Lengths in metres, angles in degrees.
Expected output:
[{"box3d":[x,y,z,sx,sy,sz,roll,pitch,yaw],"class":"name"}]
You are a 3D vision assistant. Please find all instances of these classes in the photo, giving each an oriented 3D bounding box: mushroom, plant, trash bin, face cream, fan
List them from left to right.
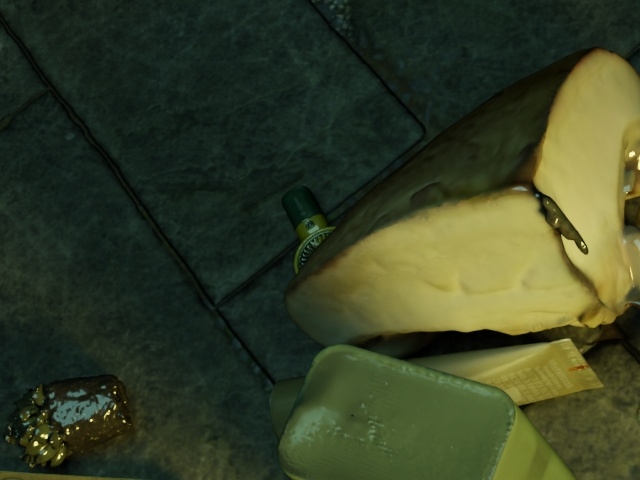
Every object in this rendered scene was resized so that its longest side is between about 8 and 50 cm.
[{"box3d":[-0.289,0.203,1.851,0.143,0.094,0.092,-19,71,5],"class":"plant"},{"box3d":[0.000,0.000,1.875,0.082,0.039,0.155,-29,58,5],"class":"fan"},{"box3d":[0.116,0.160,1.716,0.341,0.137,0.084,-12,60,19],"class":"face cream"},{"box3d":[0.114,0.232,1.549,0.223,0.343,0.158,14,69,26],"class":"trash bin"},{"box3d":[0.145,-0.031,1.717,0.397,0.224,0.313,-20,36,36],"class":"mushroom"}]

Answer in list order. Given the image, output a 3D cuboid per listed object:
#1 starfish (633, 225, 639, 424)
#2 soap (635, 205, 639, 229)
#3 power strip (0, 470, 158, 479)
[{"box3d":[0.428,0.087,1.667,0.299,0.060,0.302,10,60,22],"class":"starfish"},{"box3d":[0.390,-0.049,1.736,0.089,0.033,0.168,2,32,24],"class":"soap"},{"box3d":[-0.252,0.297,1.818,0.305,0.044,0.064,1,65,19],"class":"power strip"}]
